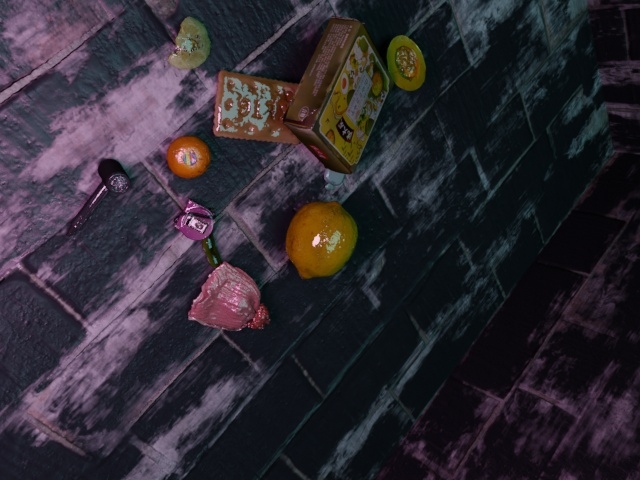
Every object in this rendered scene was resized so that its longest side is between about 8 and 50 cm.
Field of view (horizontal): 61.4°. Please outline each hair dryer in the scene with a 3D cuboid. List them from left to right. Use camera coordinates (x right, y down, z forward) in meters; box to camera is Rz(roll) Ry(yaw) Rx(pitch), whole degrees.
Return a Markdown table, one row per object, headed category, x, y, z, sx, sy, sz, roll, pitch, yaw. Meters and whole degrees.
| category | x | y | z | sx | sy | sz | roll | pitch | yaw |
| --- | --- | --- | --- | --- | --- | --- | --- | --- | --- |
| hair dryer | -0.637 | -0.106 | 1.531 | 0.070 | 0.128 | 0.255 | 34 | 91 | -41 |

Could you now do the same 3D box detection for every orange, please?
| category | x | y | z | sx | sy | sz | roll | pitch | yaw |
| --- | --- | --- | --- | --- | --- | --- | --- | --- | --- |
| orange | -0.407 | -0.258 | 1.666 | 0.135 | 0.117 | 0.136 | -3 | 100 | -16 |

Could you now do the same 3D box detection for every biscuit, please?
| category | x | y | z | sx | sy | sz | roll | pitch | yaw |
| --- | --- | --- | --- | --- | --- | --- | --- | --- | --- |
| biscuit | -0.195 | -0.438 | 1.800 | 0.324 | 0.044 | 0.217 | 2 | 102 | -30 |

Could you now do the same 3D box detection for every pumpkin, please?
| category | x | y | z | sx | sy | sz | roll | pitch | yaw |
| --- | --- | --- | --- | --- | --- | --- | --- | --- | --- |
| pumpkin | 0.314 | -0.694 | 2.137 | 0.217 | 0.110 | 0.217 | -2 | 93 | -32 |

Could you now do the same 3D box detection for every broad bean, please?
| category | x | y | z | sx | sy | sz | roll | pitch | yaw |
| --- | --- | --- | --- | --- | --- | --- | --- | --- | --- |
| broad bean | -0.368 | 0.003 | 1.825 | 0.069 | 0.039 | 0.227 | -16 | 112 | -41 |

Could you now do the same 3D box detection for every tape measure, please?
| category | x | y | z | sx | sy | sz | roll | pitch | yaw |
| --- | --- | --- | --- | --- | --- | --- | --- | --- | --- |
| tape measure | -0.404 | -0.062 | 1.739 | 0.125 | 0.074 | 0.118 | 27 | 92 | -15 |

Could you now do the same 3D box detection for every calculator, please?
| category | x | y | z | sx | sy | sz | roll | pitch | yaw |
| --- | --- | --- | --- | --- | --- | --- | --- | --- | --- |
| calculator | 0.059 | -0.267 | 2.101 | 0.095 | 0.021 | 0.153 | 20 | 87 | -40 |

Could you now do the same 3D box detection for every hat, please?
| category | x | y | z | sx | sy | sz | roll | pitch | yaw |
| --- | --- | --- | --- | --- | --- | --- | --- | --- | --- |
| hat | -0.298 | 0.224 | 1.898 | 0.286 | 0.107 | 0.237 | 30 | 97 | -25 |

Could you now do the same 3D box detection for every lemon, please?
| category | x | y | z | sx | sy | sz | roll | pitch | yaw |
| --- | --- | --- | --- | --- | --- | --- | --- | --- | --- |
| lemon | 0.000 | 0.000 | 1.982 | 0.258 | 0.258 | 0.310 | 20 | 93 | -41 |

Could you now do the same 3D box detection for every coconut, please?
| category | x | y | z | sx | sy | sz | roll | pitch | yaw |
| --- | --- | --- | --- | --- | --- | --- | --- | --- | --- |
| coconut | -0.385 | -0.591 | 1.624 | 0.133 | 0.055 | 0.158 | 5 | 101 | -38 |

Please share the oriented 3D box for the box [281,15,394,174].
| category | x | y | z | sx | sy | sz | roll | pitch | yaw |
| --- | --- | --- | --- | --- | --- | --- | --- | --- | --- |
| box | 0.078 | -0.497 | 1.901 | 0.420 | 0.138 | 0.373 | -66 | 151 | -7 |
